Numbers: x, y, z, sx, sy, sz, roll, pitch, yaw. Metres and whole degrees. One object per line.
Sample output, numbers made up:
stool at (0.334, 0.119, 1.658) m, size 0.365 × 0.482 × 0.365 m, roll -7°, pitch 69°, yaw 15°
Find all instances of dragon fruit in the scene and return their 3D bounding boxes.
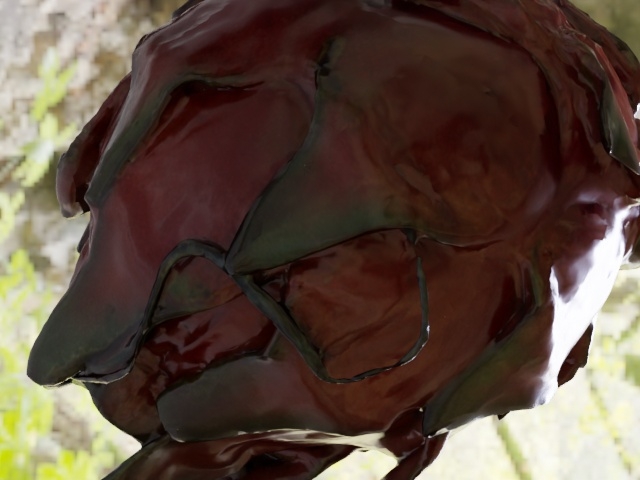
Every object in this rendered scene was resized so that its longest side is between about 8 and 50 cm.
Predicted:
dragon fruit at (0.000, 0.000, 0.536) m, size 0.274 × 0.192 × 0.193 m, roll -36°, pitch 149°, yaw -17°
